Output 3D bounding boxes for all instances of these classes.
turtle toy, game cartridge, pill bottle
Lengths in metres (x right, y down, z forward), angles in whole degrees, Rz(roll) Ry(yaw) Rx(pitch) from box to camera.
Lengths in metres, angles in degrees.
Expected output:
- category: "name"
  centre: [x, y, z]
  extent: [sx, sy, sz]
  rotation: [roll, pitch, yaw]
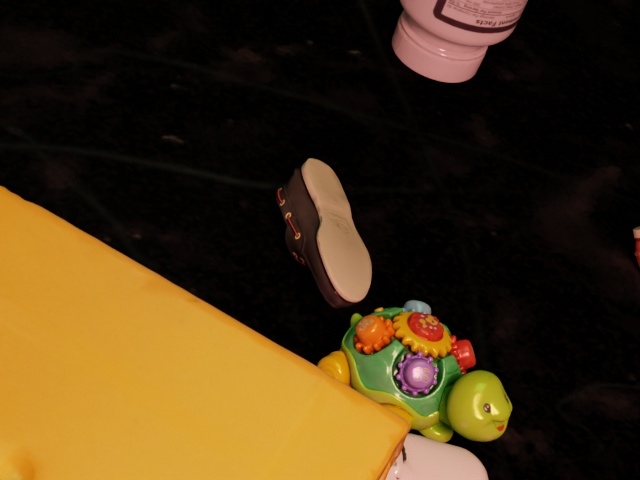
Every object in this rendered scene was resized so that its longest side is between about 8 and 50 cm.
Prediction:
- category: "turtle toy"
  centre: [0.067, 0.086, 1.052]
  extent: [0.130, 0.066, 0.095]
  rotation: [42, 35, 24]
- category: "game cartridge"
  centre: [-0.159, 0.130, 0.853]
  extent: [0.323, 0.053, 0.285]
  rotation: [29, 60, 11]
- category: "pill bottle"
  centre: [0.127, -0.229, 1.348]
  extent: [0.108, 0.193, 0.108]
  rotation: [14, 40, -12]

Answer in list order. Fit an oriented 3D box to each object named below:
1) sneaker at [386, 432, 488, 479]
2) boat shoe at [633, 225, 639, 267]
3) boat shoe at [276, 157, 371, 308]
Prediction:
- category: "sneaker"
  centre: [-0.005, 0.130, 0.965]
  extent: [0.237, 0.086, 0.085]
  rotation: [9, 39, -17]
- category: "boat shoe"
  centre: [0.297, -0.002, 1.289]
  extent: [0.137, 0.049, 0.043]
  rotation: [-15, 94, -40]
- category: "boat shoe"
  centre: [0.001, 0.001, 1.151]
  extent: [0.049, 0.042, 0.133]
  rotation: [26, 32, -37]
